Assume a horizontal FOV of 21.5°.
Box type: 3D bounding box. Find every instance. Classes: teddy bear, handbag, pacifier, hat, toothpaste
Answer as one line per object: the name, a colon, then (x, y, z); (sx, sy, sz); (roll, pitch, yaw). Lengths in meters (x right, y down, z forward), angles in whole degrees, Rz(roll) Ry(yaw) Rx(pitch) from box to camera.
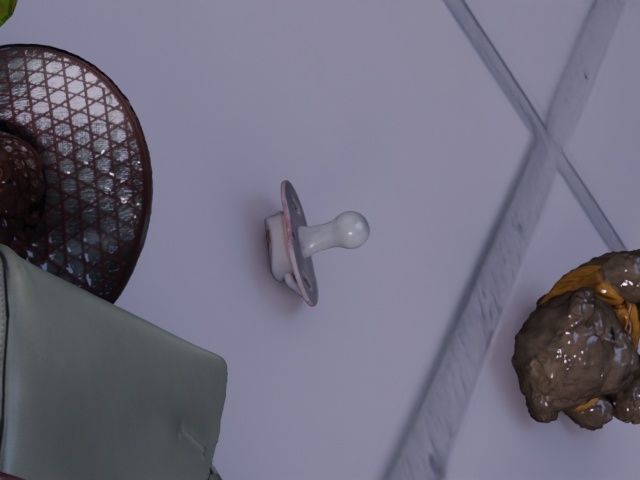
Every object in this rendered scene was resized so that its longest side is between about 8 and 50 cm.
teddy bear: (0.241, 0.088, 1.511); (0.140, 0.177, 0.190); (23, 20, 22)
handbag: (-0.107, 0.143, 0.938); (0.315, 0.109, 0.241); (34, 47, -44)
pacifier: (0.000, 0.000, 1.251); (0.081, 0.078, 0.099); (54, 22, -60)
hat: (-0.196, -0.024, 0.968); (0.193, 0.082, 0.193); (-17, 115, -41)
toothpaste: (-0.178, 0.003, 1.025); (0.027, 0.019, 0.083); (53, 39, -13)

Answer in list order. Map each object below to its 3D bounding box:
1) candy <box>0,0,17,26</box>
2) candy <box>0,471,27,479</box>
candy: (-0.260, -0.149, 1.000); (0.194, 0.062, 0.058); (-9, 119, -50)
candy: (-0.156, 0.207, 0.675); (0.094, 0.255, 0.255); (-11, 76, -59)
